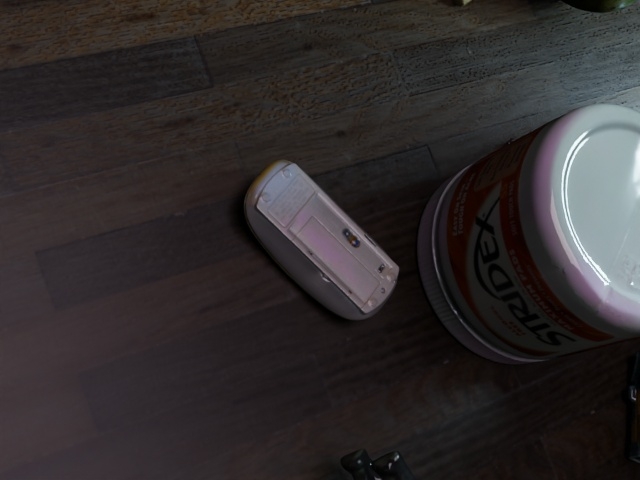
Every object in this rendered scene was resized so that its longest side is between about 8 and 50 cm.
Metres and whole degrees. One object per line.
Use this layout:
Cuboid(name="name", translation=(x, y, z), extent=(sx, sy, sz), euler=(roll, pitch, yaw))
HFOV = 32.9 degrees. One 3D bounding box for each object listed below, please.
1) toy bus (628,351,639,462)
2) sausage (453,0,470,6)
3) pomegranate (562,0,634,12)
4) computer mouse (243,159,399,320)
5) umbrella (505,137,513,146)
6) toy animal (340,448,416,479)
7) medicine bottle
Cuboid(name="toy bus", translation=(0.497, 0.187, 1.266), extent=(0.139, 0.275, 0.167), euler=(17, 65, -24))
Cuboid(name="sausage", translation=(0.219, -0.344, 1.418), extent=(0.132, 0.024, 0.024), euler=(-41, 96, -30))
Cuboid(name="pomegranate", translation=(0.351, -0.408, 1.434), extent=(0.187, 0.187, 0.225), euler=(-34, 63, -32))
Cuboid(name="computer mouse", translation=(-0.001, 0.001, 1.184), extent=(0.199, 0.045, 0.102), euler=(43, 59, -10))
Cuboid(name="umbrella", translation=(0.272, -0.107, 1.376), extent=(0.083, 0.031, 0.020), euler=(30, 95, -15))
Cuboid(name="toy animal", translation=(-0.022, 0.353, 1.037), extent=(0.343, 0.106, 0.168), euler=(-47, 107, -24))
Cuboid(name="medicine bottle", translation=(0.274, 0.000, 1.220), extent=(0.253, 0.241, 0.252), euler=(8, 71, -25))
